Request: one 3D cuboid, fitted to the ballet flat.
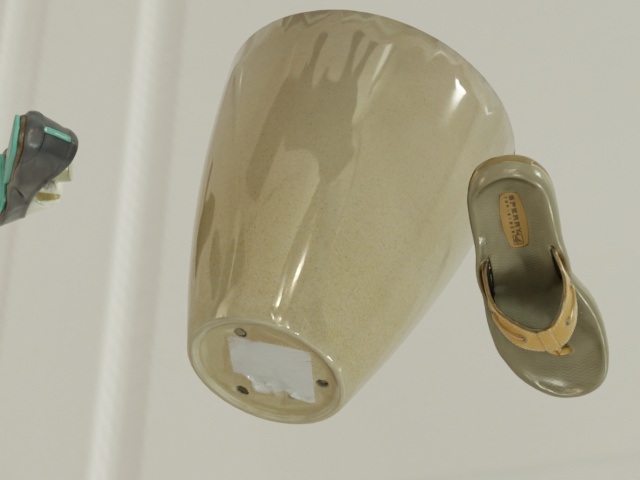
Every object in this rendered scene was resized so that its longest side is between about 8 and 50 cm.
[{"bbox_3d":[-0.258,-0.056,1.445,0.074,0.203,0.074,8,69,-20],"label":"ballet flat"}]

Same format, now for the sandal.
[{"bbox_3d":[0.134,0.031,1.018,0.049,0.072,0.180,-86,160,-60],"label":"sandal"}]

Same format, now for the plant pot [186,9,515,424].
[{"bbox_3d":[0.000,0.000,1.296,0.256,0.256,0.274,55,41,-34],"label":"plant pot"}]
